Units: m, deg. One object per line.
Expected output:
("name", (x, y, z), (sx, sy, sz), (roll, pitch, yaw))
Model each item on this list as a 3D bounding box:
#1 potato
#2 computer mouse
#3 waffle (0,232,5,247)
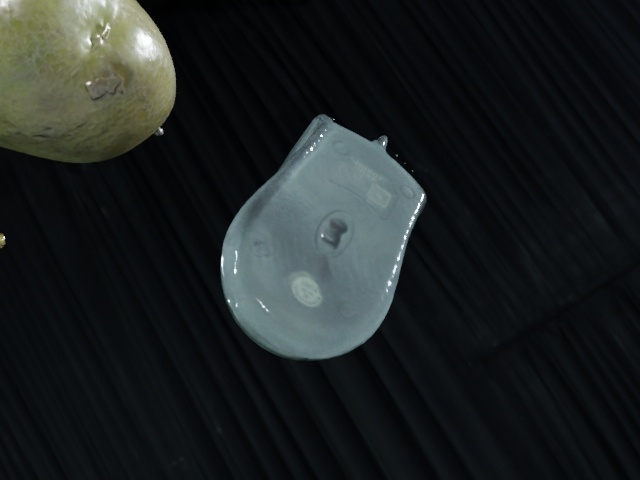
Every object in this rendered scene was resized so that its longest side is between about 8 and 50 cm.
("potato", (-0.221, -0.146, 0.742), (0.174, 0.159, 0.251), (2, -18, 44))
("computer mouse", (0.000, 0.000, 1.017), (0.122, 0.188, 0.371), (-47, 9, 46))
("waffle", (-0.508, -0.032, 1.101), (0.051, 0.229, 0.231), (8, 34, 36))
